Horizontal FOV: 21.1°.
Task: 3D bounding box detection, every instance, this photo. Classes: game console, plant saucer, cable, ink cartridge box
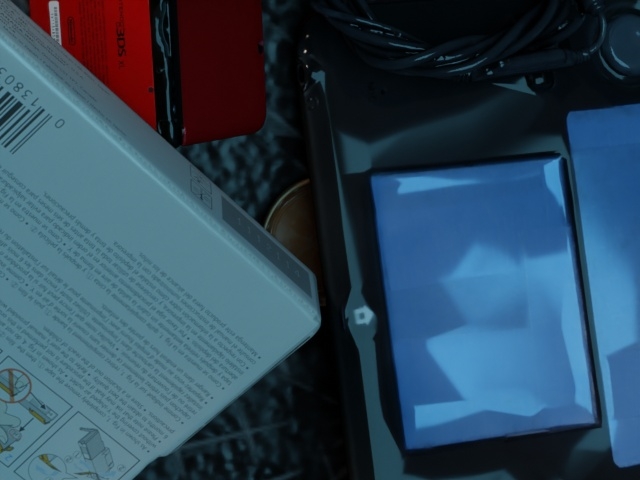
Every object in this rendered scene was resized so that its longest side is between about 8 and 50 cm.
[{"bbox_3d":[0.168,0.031,1.096,0.342,0.060,0.386,-6,86,-21],"label":"game console"},{"bbox_3d":[0.000,0.000,1.098,0.083,0.013,0.083,-4,101,-20],"label":"plant saucer"},{"bbox_3d":[0.080,-0.165,1.051,0.184,0.047,0.150,-10,71,-17],"label":"cable"},{"bbox_3d":[-0.192,0.026,1.002,0.261,0.066,0.296,-41,113,15],"label":"ink cartridge box"},{"bbox_3d":[-0.104,-0.130,1.036,0.124,0.085,0.144,-1,101,11],"label":"game console"}]
